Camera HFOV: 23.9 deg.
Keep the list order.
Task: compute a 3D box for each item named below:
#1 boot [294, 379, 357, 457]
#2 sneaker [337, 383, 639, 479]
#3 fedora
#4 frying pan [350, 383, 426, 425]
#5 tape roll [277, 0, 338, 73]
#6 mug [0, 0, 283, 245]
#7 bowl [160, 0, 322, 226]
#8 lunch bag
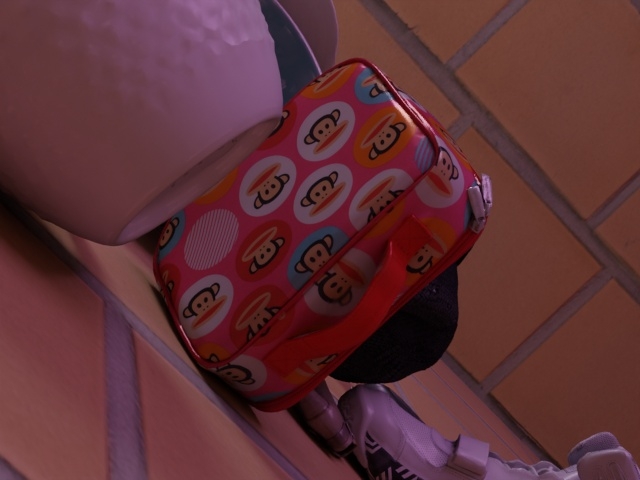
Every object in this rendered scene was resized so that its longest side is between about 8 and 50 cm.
[{"bbox_3d":[0.004,0.175,1.505,0.087,0.042,0.118,53,6,9],"label":"boot"},{"bbox_3d":[0.198,0.244,1.561,0.366,0.210,0.137,46,3,1],"label":"sneaker"},{"bbox_3d":[0.048,0.054,1.575,0.334,0.334,0.152,41,24,-57],"label":"fedora"},{"bbox_3d":[0.084,0.221,1.870,0.197,0.053,0.326,48,1,40],"label":"frying pan"},{"bbox_3d":[-0.124,-0.252,1.783,0.286,0.286,0.100,45,15,-25],"label":"tape roll"},{"bbox_3d":[-0.207,-0.157,1.194,0.328,0.276,0.374,52,-27,4],"label":"mug"},{"bbox_3d":[-0.143,-0.135,1.643,0.311,0.163,0.311,28,51,-41],"label":"bowl"},{"bbox_3d":[0.000,0.000,1.322,0.120,0.293,0.258,42,9,-36],"label":"lunch bag"}]
